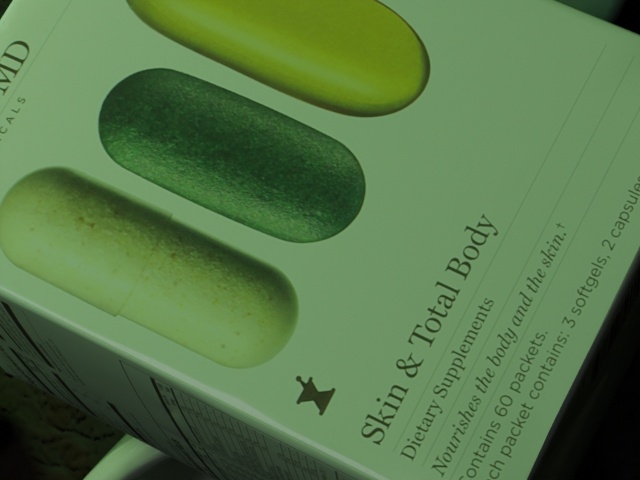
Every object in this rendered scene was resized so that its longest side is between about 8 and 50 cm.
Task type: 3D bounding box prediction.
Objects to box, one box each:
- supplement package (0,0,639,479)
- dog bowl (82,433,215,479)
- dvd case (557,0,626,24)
[{"bbox_3d":[0.000,0.000,0.746,0.263,0.198,0.199,25,74,14],"label":"supplement package"},{"bbox_3d":[0.004,0.221,0.902,0.349,0.102,0.348,4,100,25],"label":"dog bowl"},{"bbox_3d":[0.088,-0.224,0.722,0.180,0.022,0.253,21,107,-11],"label":"dvd case"}]
